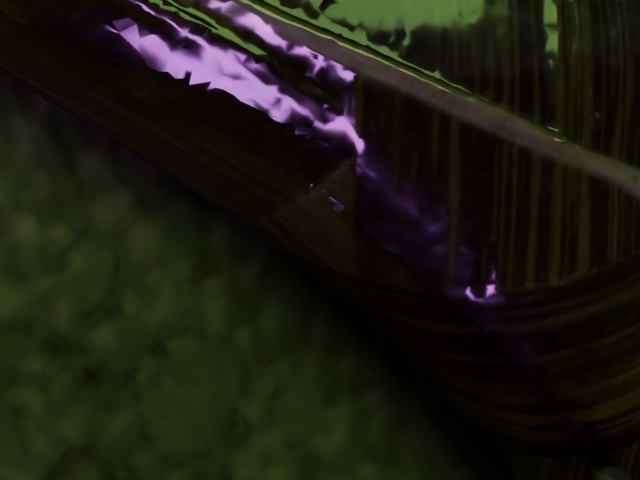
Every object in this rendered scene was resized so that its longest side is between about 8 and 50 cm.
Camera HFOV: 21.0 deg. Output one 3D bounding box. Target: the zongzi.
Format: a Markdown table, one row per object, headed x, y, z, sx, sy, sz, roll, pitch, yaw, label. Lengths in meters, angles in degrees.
| x | y | z | sx | sy | sz | roll | pitch | yaw | label |
| --- | --- | --- | --- | --- | --- | --- | --- | --- | --- |
| 0.000 | 0.000 | 0.354 | 0.187 | 0.084 | 0.184 | 1 | 97 | -25 | zongzi |
